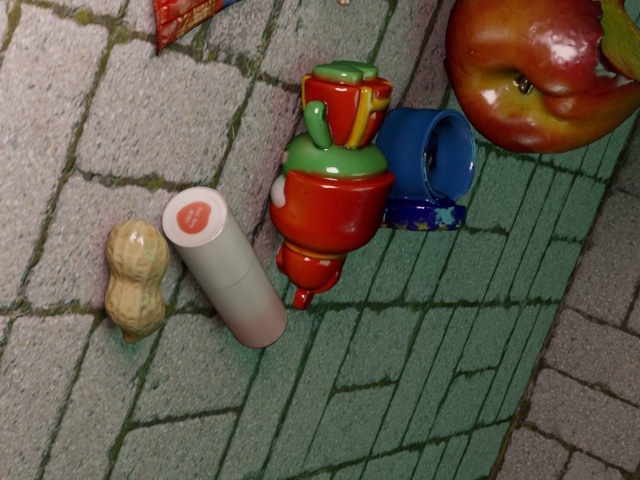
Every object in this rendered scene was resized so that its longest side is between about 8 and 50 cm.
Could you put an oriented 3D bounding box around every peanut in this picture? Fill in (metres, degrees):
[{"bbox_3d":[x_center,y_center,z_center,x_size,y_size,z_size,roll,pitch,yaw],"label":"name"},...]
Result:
[{"bbox_3d":[-0.220,0.051,1.692,0.082,0.082,0.187,-39,145,-46],"label":"peanut"}]

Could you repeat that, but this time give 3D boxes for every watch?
[{"bbox_3d":[0.154,-0.114,2.250,0.196,0.171,0.200,0,97,-63],"label":"watch"}]

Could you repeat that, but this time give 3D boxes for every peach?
[{"bbox_3d":[0.356,-0.309,2.271,0.335,0.310,0.406,53,26,-21],"label":"peach"}]

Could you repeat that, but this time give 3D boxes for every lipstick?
[{"bbox_3d":[-0.121,0.043,1.877,0.087,0.087,0.327,-58,156,-18],"label":"lipstick"}]

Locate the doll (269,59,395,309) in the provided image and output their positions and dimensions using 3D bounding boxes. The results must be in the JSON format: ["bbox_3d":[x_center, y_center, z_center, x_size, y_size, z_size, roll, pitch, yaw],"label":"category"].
[{"bbox_3d":[0.016,-0.068,1.972,0.182,0.160,0.363,-30,139,-64],"label":"doll"}]

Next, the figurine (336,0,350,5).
[{"bbox_3d":[0.031,-0.453,1.642,0.207,0.166,0.387,-16,125,-40],"label":"figurine"}]

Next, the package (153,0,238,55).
[{"bbox_3d":[-0.132,-0.287,1.625,0.200,0.022,0.083,-43,148,-45],"label":"package"}]
